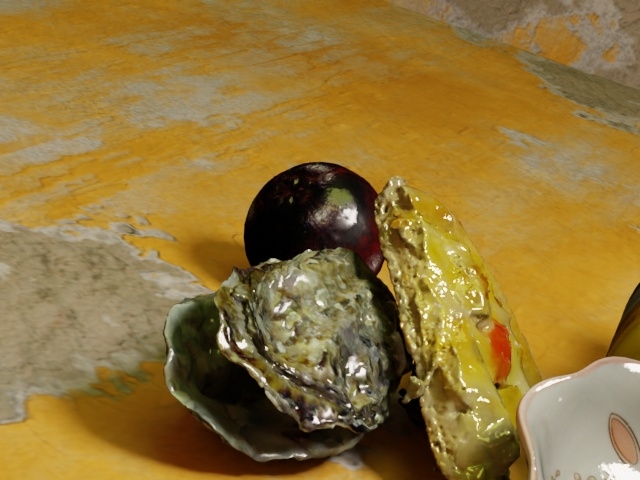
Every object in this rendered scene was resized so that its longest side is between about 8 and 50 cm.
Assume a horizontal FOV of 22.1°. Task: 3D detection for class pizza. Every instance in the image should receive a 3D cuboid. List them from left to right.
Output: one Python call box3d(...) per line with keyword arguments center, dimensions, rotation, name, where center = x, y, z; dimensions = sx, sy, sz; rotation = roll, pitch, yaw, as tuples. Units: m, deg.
box3d(center=(0.135, 0.120, 1.362), dimensions=(0.280, 0.075, 0.287), rotation=(53, 22, -36), name="pizza")

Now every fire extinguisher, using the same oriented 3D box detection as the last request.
box3d(center=(0.106, 0.135, 1.453), dimensions=(0.078, 0.045, 0.157), rotation=(38, 16, -4), name="fire extinguisher")

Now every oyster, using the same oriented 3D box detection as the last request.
box3d(center=(-0.011, 0.091, 1.353), dimensions=(0.158, 0.162, 0.351), rotation=(-13, 0, 19), name="oyster")

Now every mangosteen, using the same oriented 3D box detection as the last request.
box3d(center=(0.000, 0.000, 1.625), dimensions=(0.152, 0.152, 0.152), rotation=(15, 18, -5), name="mangosteen")

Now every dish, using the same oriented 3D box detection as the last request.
box3d(center=(0.235, 0.201, 1.241), dimensions=(0.229, 0.081, 0.229), rotation=(13, 47, -14), name="dish")

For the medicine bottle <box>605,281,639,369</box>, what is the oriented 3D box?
box3d(center=(0.376, 0.108, 1.471), dimensions=(0.224, 0.224, 0.384), rotation=(20, 19, 12), name="medicine bottle")
